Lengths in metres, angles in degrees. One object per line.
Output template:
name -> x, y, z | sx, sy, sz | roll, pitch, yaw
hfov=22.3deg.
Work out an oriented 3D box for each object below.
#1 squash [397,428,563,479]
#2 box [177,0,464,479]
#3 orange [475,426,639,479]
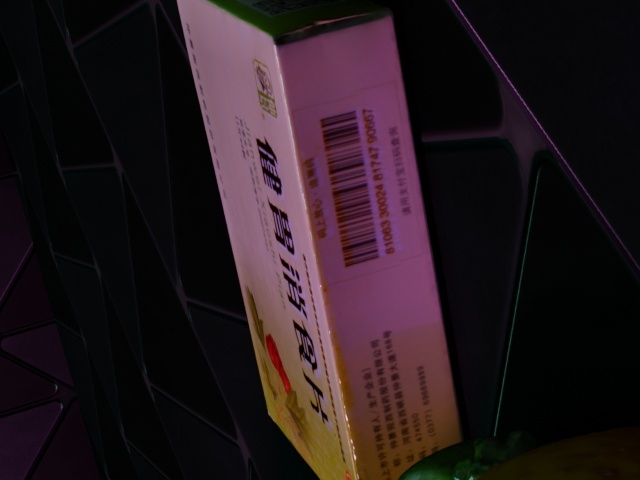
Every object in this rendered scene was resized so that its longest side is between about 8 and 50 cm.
squash -> 0.061, 0.166, 0.714 | 0.379, 0.101, 0.101 | 93, 156, -61
box -> 0.000, -0.001, 0.823 | 0.175, 0.062, 0.260 | -139, 36, -64
orange -> 0.101, 0.143, 0.430 | 0.193, 0.161, 0.193 | 47, 146, 48
